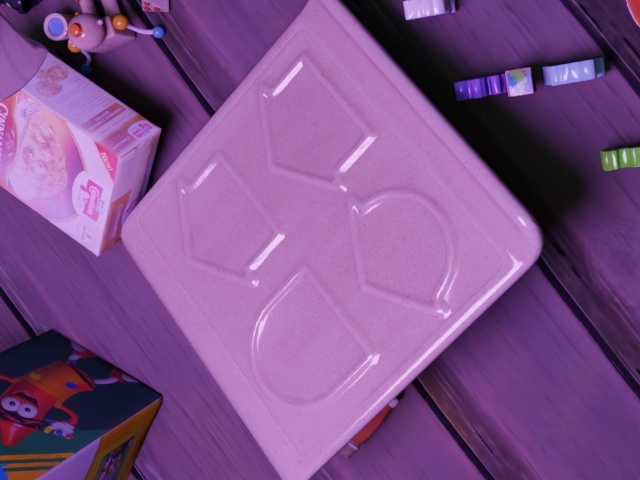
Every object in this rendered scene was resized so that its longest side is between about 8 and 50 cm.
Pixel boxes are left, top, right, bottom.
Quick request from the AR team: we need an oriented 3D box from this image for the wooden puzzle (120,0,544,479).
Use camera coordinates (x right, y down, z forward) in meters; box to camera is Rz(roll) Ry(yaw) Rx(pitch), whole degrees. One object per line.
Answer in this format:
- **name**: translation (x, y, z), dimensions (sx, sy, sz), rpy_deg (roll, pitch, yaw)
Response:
- **wooden puzzle**: translation (0.000, 0.000, 1.018), dimensions (0.348, 0.080, 0.322), rpy_deg (-49, 64, 24)

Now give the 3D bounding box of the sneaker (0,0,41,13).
- **sneaker**: translation (-0.323, -0.264, 1.124), dimensions (0.188, 0.067, 0.078), rpy_deg (-7, 92, 18)

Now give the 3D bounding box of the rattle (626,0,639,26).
- **rattle**: translation (0.299, -0.114, 0.926), dimensions (0.200, 0.142, 0.130), rpy_deg (41, 69, 6)

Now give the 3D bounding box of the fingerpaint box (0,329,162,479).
- **fingerpaint box**: translation (-0.383, 0.348, 1.103), dimensions (0.163, 0.371, 0.444), rpy_deg (30, 110, 13)

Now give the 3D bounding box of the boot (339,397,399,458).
- **boot**: translation (0.005, 0.126, 1.093), dimensions (0.084, 0.059, 0.158), rpy_deg (-44, 80, 5)

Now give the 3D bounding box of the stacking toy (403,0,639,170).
- **stacking toy**: translation (0.183, -0.140, 0.976), dimensions (0.221, 0.052, 0.166), rpy_deg (-5, 100, 19)

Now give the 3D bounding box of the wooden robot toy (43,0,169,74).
- **wooden robot toy**: translation (-0.232, -0.210, 1.095), dimensions (0.173, 0.079, 0.076), rpy_deg (-22, 92, 22)

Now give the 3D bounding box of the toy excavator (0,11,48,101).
- **toy excavator**: translation (-0.138, -0.330, 0.839), dimensions (0.222, 0.445, 0.432), rpy_deg (26, 108, 14)

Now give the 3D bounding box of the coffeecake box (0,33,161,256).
- **coffeecake box**: translation (-0.260, -0.095, 1.106), dimensions (0.185, 0.068, 0.142), rpy_deg (34, 136, 11)
